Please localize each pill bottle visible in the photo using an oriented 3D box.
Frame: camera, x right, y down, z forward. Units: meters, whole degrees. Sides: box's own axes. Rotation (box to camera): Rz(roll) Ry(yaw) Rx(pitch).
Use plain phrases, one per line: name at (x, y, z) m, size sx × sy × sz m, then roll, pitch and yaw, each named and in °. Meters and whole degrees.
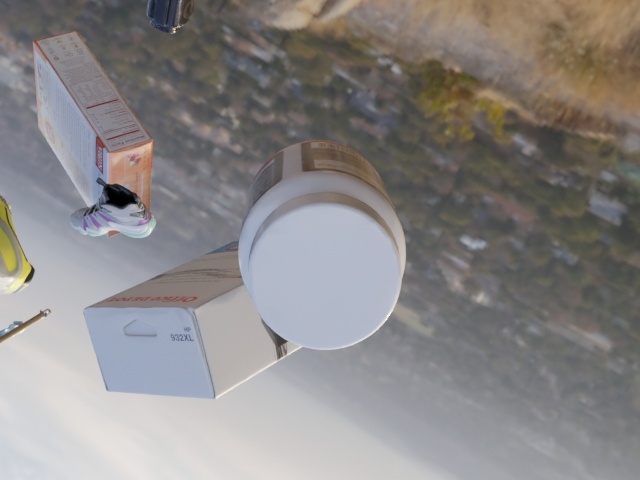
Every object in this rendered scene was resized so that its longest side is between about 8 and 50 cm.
pill bottle at (0.000, 0.000, 1.100) m, size 0.161 × 0.161 × 0.283 m, roll 32°, pitch -169°, yaw -9°

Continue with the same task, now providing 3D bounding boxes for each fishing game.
fishing game at (-0.448, 0.144, 1.362) m, size 0.264 × 0.189 × 0.041 m, roll -27°, pitch 95°, yaw 40°

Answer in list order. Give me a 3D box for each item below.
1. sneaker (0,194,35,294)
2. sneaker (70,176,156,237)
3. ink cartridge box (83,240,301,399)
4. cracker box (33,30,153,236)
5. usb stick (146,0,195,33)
sneaker at (-0.543, -0.062, 1.618) m, size 0.147 × 0.145 × 0.385 m, roll 27°, pitch -151°, yaw -58°
sneaker at (-0.221, -0.038, 1.134) m, size 0.098 × 0.038 × 0.069 m, roll 1°, pitch 139°, yaw 19°
ink cartridge box at (-0.132, 0.099, 1.527) m, size 0.223 × 0.307 × 0.129 m, roll -3°, pitch 105°, yaw 41°
cracker box at (-0.298, -0.140, 1.447) m, size 0.232 × 0.067 × 0.156 m, roll 53°, pitch 149°, yaw 30°
usb stick at (-0.127, -0.332, 1.061) m, size 0.045 × 0.077 × 0.278 m, roll 15°, pitch 129°, yaw 0°
